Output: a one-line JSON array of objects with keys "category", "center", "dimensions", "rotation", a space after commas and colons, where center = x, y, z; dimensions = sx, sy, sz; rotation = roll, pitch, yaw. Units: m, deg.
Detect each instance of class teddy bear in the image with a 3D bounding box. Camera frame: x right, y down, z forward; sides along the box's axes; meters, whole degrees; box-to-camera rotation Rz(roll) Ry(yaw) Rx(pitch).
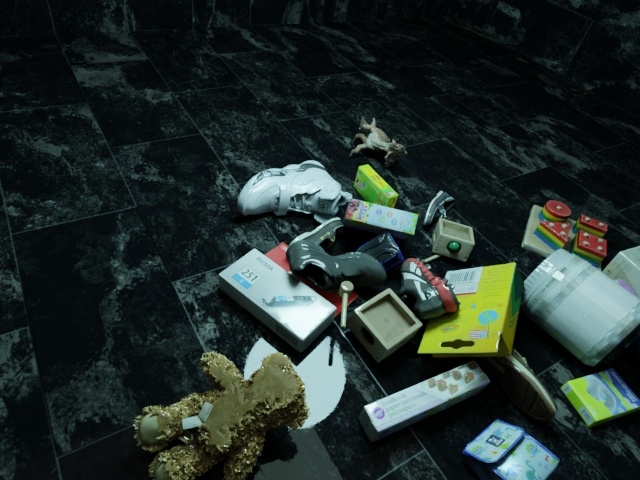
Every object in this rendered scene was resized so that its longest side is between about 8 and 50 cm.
[{"category": "teddy bear", "center": [-0.193, 0.354, 0.900], "dimensions": [0.338, 0.113, 0.245], "rotation": [-41, 72, -19]}]

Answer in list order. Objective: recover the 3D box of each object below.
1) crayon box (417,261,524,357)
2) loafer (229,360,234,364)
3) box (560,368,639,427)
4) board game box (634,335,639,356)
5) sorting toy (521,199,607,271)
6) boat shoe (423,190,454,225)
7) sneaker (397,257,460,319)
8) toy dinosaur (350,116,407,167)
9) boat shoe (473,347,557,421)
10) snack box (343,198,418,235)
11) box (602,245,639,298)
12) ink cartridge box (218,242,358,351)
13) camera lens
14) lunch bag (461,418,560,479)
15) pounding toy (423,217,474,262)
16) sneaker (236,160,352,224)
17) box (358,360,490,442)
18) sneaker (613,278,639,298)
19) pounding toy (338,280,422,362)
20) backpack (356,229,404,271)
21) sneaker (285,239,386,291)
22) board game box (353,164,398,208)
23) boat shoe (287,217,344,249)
[{"category": "crayon box", "center": [0.393, 0.195, 1.164], "dimensions": [0.202, 0.081, 0.318], "rotation": [-12, 28, 39]}, {"category": "loafer", "center": [-0.200, 0.330, 0.998], "dimensions": [0.039, 0.045, 0.125], "rotation": [-19, 51, -4]}, {"category": "box", "center": [0.716, 0.393, 1.139], "dimensions": [0.178, 0.042, 0.109], "rotation": [-8, 47, -19]}, {"category": "board game box", "center": [0.908, 0.303, 1.089], "dimensions": [0.078, 0.233, 0.346], "rotation": [7, 56, -5]}, {"category": "sorting toy", "center": [0.861, -0.027, 1.571], "dimensions": [0.256, 0.089, 0.257], "rotation": [25, 45, 14]}, {"category": "boat shoe", "center": [0.414, -0.109, 1.566], "dimensions": [0.065, 0.075, 0.206], "rotation": [25, 40, 17]}, {"category": "sneaker", "center": [0.259, 0.131, 1.230], "dimensions": [0.135, 0.097, 0.276], "rotation": [-28, 22, -3]}, {"category": "toy dinosaur", "center": [0.236, -0.385, 1.785], "dimensions": [0.201, 0.127, 0.295], "rotation": [19, 31, -4]}, {"category": "boat shoe", "center": [0.491, 0.322, 1.126], "dimensions": [0.095, 0.095, 0.257], "rotation": [-13, 48, -32]}, {"category": "snack box", "center": [0.178, -0.062, 1.394], "dimensions": [0.207, 0.174, 0.070], "rotation": [15, 85, 0]}, {"category": "box", "center": [1.054, 0.168, 1.390], "dimensions": [0.148, 0.121, 0.311], "rotation": [-10, 48, -22]}, {"category": "ink cartridge box", "center": [-0.079, 0.121, 1.222], "dimensions": [0.296, 0.066, 0.261], "rotation": [34, 48, 21]}, {"category": "camera lens", "center": [0.705, 0.182, 1.225], "dimensions": [0.220, 0.219, 0.274], "rotation": [-23, 54, -32]}, {"category": "lunch bag", "center": [0.399, 0.467, 0.958], "dimensions": [0.129, 0.096, 0.151], "rotation": [-24, 40, -29]}, {"category": "pounding toy", "center": [0.406, 0.013, 1.437], "dimensions": [0.130, 0.100, 0.141], "rotation": [17, 33, 4]}, {"category": "sneaker", "center": [-0.071, -0.136, 1.435], "dimensions": [0.366, 0.137, 0.210], "rotation": [-26, 52, -37]}, {"category": "box", "center": [0.244, 0.366, 1.042], "dimensions": [0.324, 0.067, 0.063], "rotation": [-12, 49, -25]}, {"category": "sneaker", "center": [0.849, 0.146, 1.393], "dimensions": [0.282, 0.102, 0.161], "rotation": [41, 46, 13]}, {"category": "pounding toy", "center": [0.116, 0.201, 1.155], "dimensions": [0.181, 0.094, 0.206], "rotation": [-27, 62, -30]}, {"category": "backpack", "center": [0.175, 0.052, 1.329], "dimensions": [0.120, 0.101, 0.098], "rotation": [-29, 47, 5]}, {"category": "sneaker", "center": [0.044, 0.092, 1.223], "dimensions": [0.287, 0.109, 0.130], "rotation": [10, 30, -11]}, {"category": "board game box", "center": [0.189, -0.173, 1.566], "dimensions": [0.043, 0.092, 0.181], "rotation": [-17, 51, -27]}, {"category": "boat shoe", "center": [0.000, 0.000, 1.356], "dimensions": [0.068, 0.081, 0.228], "rotation": [47, 47, 14]}]
